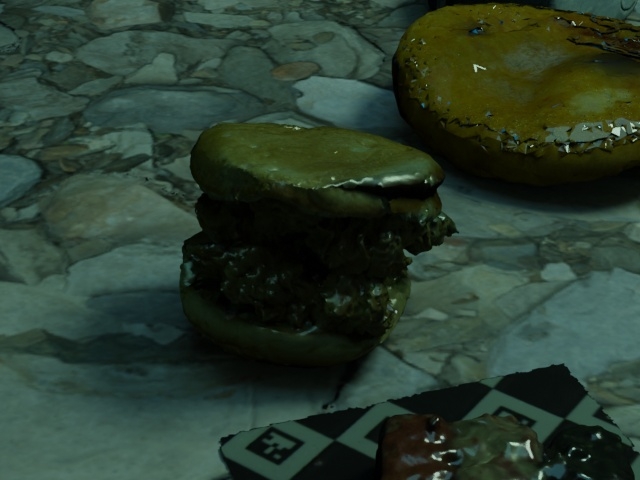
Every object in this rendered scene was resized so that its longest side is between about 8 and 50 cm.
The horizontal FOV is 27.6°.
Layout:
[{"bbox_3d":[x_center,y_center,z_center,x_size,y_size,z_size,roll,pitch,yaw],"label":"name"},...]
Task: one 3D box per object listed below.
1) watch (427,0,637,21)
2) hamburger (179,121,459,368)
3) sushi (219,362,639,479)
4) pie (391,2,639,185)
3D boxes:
[{"bbox_3d":[0.195,-0.253,1.276,0.206,0.068,0.193,-21,34,-38],"label":"watch"},{"bbox_3d":[0.000,0.000,0.791,0.185,0.131,0.159,-4,22,-22],"label":"hamburger"},{"bbox_3d":[0.083,0.128,0.647,0.220,0.047,0.231,-9,32,-17],"label":"sushi"},{"bbox_3d":[0.186,-0.125,1.036,0.274,0.069,0.273,-1,37,1],"label":"pie"}]
